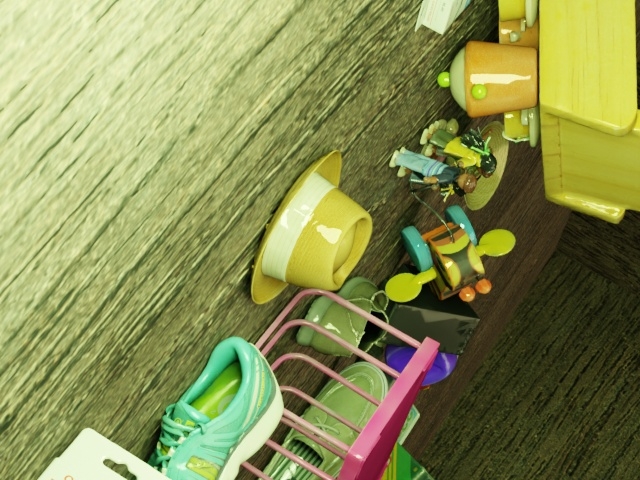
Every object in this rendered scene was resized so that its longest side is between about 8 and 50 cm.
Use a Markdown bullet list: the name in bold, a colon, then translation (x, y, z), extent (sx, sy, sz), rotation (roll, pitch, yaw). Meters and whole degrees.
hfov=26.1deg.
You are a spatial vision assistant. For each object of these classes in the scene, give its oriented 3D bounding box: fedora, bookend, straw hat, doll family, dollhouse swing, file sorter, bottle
- **fedora**: translation (0.000, 0.000, 1.437), extent (0.194, 0.079, 0.194), rotation (-55, 167, -20)
- **bookend**: translation (0.140, 0.098, 2.148), extent (0.157, 0.156, 0.072), rotation (11, 115, -29)
- **straw hat**: translation (0.221, -0.121, 2.049), extent (0.144, 0.061, 0.144), rotation (-40, 140, -44)
- **doll family**: translation (0.169, -0.097, 1.767), extent (0.193, 0.111, 0.076), rotation (-41, 151, -47)
- **dollhouse swing**: translation (0.441, -0.190, 1.802), extent (0.347, 0.305, 0.315), rotation (60, 31, -68)
- **file sorter**: translation (-0.014, 0.229, 1.651), extent (0.202, 0.182, 0.290), rotation (-50, 164, -42)
- **bottle**: translation (0.189, 0.130, 2.318), extent (0.092, 0.118, 0.283), rotation (63, 26, -23)

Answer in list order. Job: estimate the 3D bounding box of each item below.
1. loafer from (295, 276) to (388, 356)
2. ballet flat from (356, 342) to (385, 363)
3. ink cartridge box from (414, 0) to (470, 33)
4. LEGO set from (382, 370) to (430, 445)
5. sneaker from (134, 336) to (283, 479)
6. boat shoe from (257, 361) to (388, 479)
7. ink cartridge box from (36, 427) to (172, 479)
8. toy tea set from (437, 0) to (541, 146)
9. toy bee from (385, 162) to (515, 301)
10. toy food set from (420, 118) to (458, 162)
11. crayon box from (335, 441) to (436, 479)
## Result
- **loafer**: translation (0.045, 0.114, 1.829), extent (0.094, 0.087, 0.251), rotation (-64, 166, 16)
- **ballet flat**: translation (0.078, 0.225, 2.273), extent (0.057, 0.049, 0.173), rotation (-25, 138, -67)
- **ink cartridge box**: translation (0.138, -0.260, 1.505), extent (0.083, 0.028, 0.048), rotation (-50, 163, -35)
- **LEGO set**: translation (0.158, 0.223, 2.447), extent (0.244, 0.060, 0.182), rotation (-58, -156, 12)
- **sneaker**: translation (-0.140, 0.215, 1.396), extent (0.275, 0.107, 0.110), rotation (-58, 148, -30)
- **boat shoe**: translation (0.000, 0.307, 2.045), extent (0.302, 0.109, 0.094), rotation (-55, 164, -12)
- **ink cartridge box**: translation (-0.210, 0.257, 1.145), extent (0.180, 0.104, 0.060), rotation (-51, 164, -34)
- **toy tea set**: translation (0.225, -0.227, 1.811), extent (0.336, 0.124, 0.200), rotation (56, 35, -72)
- **toy bee**: translation (0.180, 0.033, 1.994), extent (0.195, 0.162, 0.298), rotation (-33, 156, 14)
- **toy food set**: translation (0.165, -0.131, 1.906), extent (0.078, 0.019, 0.122), rotation (-64, 166, 16)
- **crayon box**: translation (0.049, 0.381, 2.104), extent (0.202, 0.081, 0.318), rotation (-44, -158, -5)
